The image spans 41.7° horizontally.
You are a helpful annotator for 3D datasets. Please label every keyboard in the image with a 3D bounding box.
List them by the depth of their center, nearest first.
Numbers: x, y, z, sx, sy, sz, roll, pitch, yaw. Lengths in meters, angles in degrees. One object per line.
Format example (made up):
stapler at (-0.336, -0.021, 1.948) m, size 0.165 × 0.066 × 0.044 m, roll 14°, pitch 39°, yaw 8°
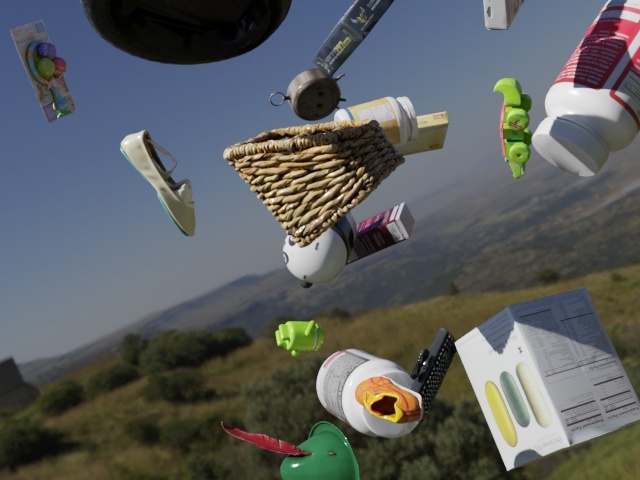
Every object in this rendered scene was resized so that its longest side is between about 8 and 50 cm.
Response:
keyboard at (0.215, 0.260, 1.644) m, size 0.023 × 0.108 × 0.180 m, roll 10°, pitch 65°, yaw 43°

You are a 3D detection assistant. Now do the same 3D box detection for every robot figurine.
robot figurine at (-0.042, 0.220, 1.930) m, size 0.115 × 0.067 × 0.101 m, roll 5°, pitch -43°, yaw -23°
robot figurine at (-0.002, -0.002, 2.190) m, size 0.173 × 0.209 × 0.278 m, roll -19°, pitch 20°, yaw 20°

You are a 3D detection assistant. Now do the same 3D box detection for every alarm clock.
alarm clock at (-0.033, -0.356, 2.082) m, size 0.192 × 0.064 × 0.129 m, roll -8°, pitch -44°, yaw -16°

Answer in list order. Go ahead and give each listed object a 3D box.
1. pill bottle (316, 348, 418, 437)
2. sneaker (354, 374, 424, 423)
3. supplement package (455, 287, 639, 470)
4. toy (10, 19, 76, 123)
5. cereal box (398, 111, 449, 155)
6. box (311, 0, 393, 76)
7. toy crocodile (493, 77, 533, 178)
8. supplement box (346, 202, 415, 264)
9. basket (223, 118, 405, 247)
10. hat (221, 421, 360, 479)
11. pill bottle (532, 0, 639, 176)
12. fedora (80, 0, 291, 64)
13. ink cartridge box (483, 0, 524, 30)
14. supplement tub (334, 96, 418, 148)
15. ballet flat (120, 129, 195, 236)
pill bottle at (0.104, 0.328, 1.801) m, size 0.161 × 0.161 × 0.283 m, roll -26°, pitch 7°, yaw -15°
sneaker at (0.098, 0.255, 1.363) m, size 0.067 × 0.064 × 0.175 m, roll 1°, pitch -2°, yaw -27°
supplement package at (0.424, 0.259, 1.578) m, size 0.198 × 0.262 × 0.199 m, roll -10°, pitch -22°, yaw -28°
toy at (-0.665, -0.421, 2.080) m, size 0.056 × 0.237 × 0.137 m, roll -7°, pitch 21°, yaw 18°
cereal box at (0.327, -0.348, 2.777) m, size 0.173 × 0.047 × 0.240 m, roll -10°, pitch -15°, yaw 0°
box at (0.090, -0.450, 1.650) m, size 0.232 × 0.059 × 0.183 m, roll -54°, pitch 7°, yaw -20°
toy crocodile at (0.592, -0.339, 2.572) m, size 0.105 × 0.340 × 0.115 m, roll 2°, pitch 45°, yaw 18°
supplement box at (0.149, -0.014, 2.451) m, size 0.239 × 0.073 × 0.130 m, roll -24°, pitch 16°, yaw 22°
basket at (0.004, -0.156, 1.495) m, size 0.213 × 0.223 × 0.299 m, roll -40°, pitch 0°, yaw 20°
hat at (-0.057, 0.435, 1.567) m, size 0.183 × 0.173 × 0.208 m, roll -4°, pitch 8°, yaw -32°
pill bottle at (0.682, -0.362, 1.990) m, size 0.407 × 0.229 × 0.229 m, roll -55°, pitch 4°, yaw -8°
fedora at (-0.210, -0.411, 1.299) m, size 0.334 × 0.152 × 0.334 m, roll -11°, pitch -21°, yaw -4°
ink cartridge box at (0.398, -0.525, 1.816) m, size 0.052 × 0.088 × 0.122 m, roll 14°, pitch 54°, yaw 29°
supplement tub at (0.151, -0.307, 2.283) m, size 0.200 × 0.144 × 0.144 m, roll -16°, pitch -2°, yaw -9°
ballet flat at (-0.318, -0.123, 1.754) m, size 0.086 × 0.248 × 0.086 m, roll -34°, pitch 13°, yaw 9°
